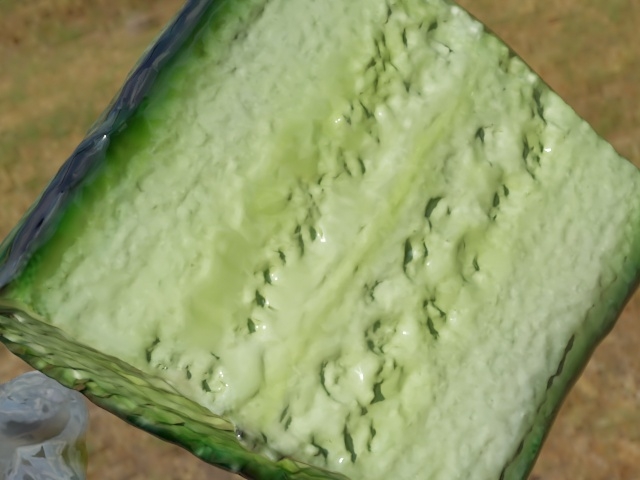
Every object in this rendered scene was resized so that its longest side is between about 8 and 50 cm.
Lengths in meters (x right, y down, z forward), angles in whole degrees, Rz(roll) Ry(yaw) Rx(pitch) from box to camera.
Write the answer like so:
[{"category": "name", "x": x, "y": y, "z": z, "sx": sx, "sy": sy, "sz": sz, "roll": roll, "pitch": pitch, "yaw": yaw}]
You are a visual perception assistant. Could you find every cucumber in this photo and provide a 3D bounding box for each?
[{"category": "cucumber", "x": 0.000, "y": 0.000, "z": 0.413, "sx": 0.115, "sy": 0.116, "sz": 0.062, "roll": -56, "pitch": 18, "yaw": -16}]

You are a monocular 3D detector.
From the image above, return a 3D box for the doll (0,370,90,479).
[{"category": "doll", "x": -0.296, "y": 0.097, "z": 0.814, "sx": 0.423, "sy": 0.348, "sz": 0.161, "roll": -47, "pitch": -5, "yaw": 2}]
